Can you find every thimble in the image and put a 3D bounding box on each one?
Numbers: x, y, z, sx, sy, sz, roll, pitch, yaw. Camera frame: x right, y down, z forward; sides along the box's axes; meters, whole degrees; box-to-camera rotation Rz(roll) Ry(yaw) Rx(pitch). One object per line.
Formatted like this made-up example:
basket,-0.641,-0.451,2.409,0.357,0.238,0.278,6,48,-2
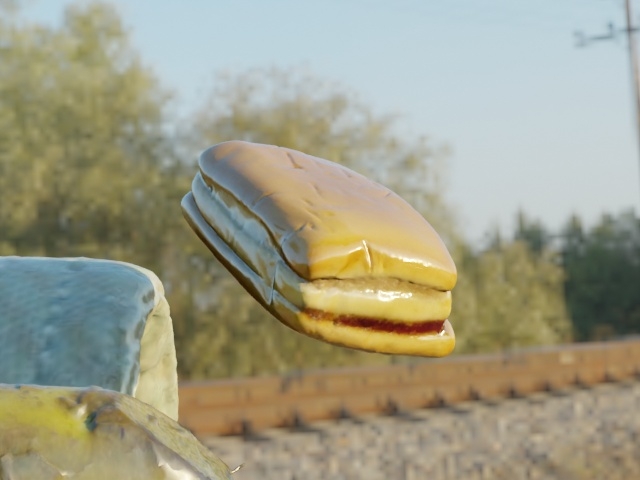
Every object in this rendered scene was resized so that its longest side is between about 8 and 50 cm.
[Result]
thimble,-0.195,0.160,1.268,0.195,0.292,0.291,-1,-2,5

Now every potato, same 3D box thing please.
potato,-0.154,0.132,0.842,0.251,0.149,0.113,-13,30,-9

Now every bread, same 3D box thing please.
bread,0.000,0.000,1.087,0.116,0.077,0.200,5,19,-26
